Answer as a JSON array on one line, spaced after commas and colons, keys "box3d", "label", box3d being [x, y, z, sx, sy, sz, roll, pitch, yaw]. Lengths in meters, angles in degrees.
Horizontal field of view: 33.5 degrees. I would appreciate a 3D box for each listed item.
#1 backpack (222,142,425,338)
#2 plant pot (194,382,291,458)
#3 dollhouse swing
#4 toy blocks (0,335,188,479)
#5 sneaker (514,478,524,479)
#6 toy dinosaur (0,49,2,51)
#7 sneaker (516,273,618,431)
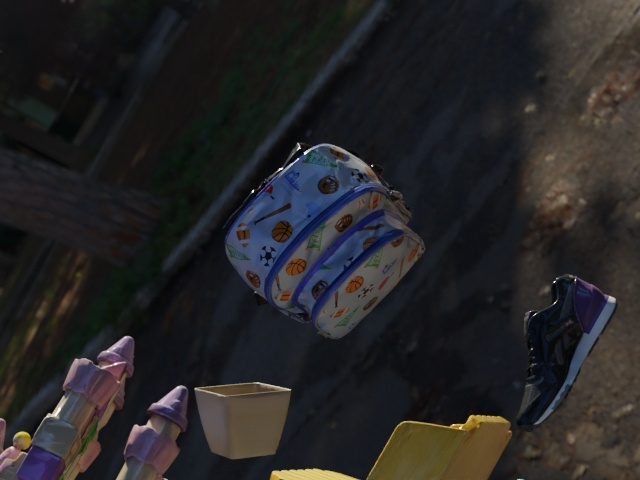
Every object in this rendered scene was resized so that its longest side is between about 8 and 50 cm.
[{"box3d": [0.000, 0.000, 1.452, 0.213, 0.263, 0.276, 40, 92, 29], "label": "backpack"}, {"box3d": [-0.114, 0.266, 1.565, 0.109, 0.109, 0.096, -3, 88, 58], "label": "plant pot"}, {"box3d": [0.133, 0.404, 2.015, 0.315, 0.305, 0.347, -62, -26, 3], "label": "dollhouse swing"}, {"box3d": [-0.326, 0.222, 1.412, 0.260, 0.309, 0.288, -64, 1, -26], "label": "toy blocks"}, {"box3d": [0.301, 0.475, 1.706, 0.107, 0.110, 0.275, -45, -9, 28], "label": "sneaker"}, {"box3d": [-0.378, -0.213, 1.102, 0.090, 0.047, 0.082, -16, -16, -45], "label": "toy dinosaur"}, {"box3d": [0.384, 0.187, 1.813, 0.283, 0.124, 0.107, -56, -5, -19], "label": "sneaker"}]
